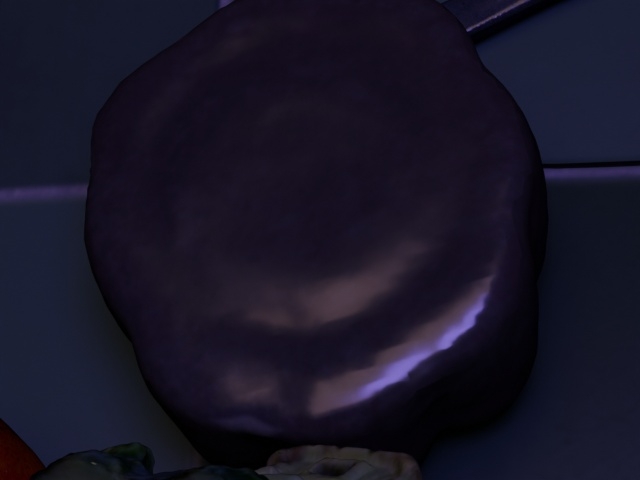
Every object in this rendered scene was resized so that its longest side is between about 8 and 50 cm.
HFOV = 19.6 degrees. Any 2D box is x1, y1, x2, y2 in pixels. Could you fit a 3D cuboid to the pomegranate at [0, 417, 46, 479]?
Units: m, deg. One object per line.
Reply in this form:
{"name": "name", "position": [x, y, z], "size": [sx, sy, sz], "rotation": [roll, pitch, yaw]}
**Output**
{"name": "pomegranate", "position": [-0.246, 0.196, 1.072], "size": [0.210, 0.210, 0.235], "rotation": [-14, 91, 4]}

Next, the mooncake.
{"name": "mooncake", "position": [0.000, 0.000, 1.144], "size": [0.306, 0.154, 0.306], "rotation": [-5, 62, 9]}

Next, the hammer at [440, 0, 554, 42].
{"name": "hammer", "position": [0.165, -0.177, 1.264], "size": [0.290, 0.037, 0.137], "rotation": [-24, 62, -1]}

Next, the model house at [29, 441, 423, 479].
{"name": "model house", "position": [-0.044, 0.180, 1.008], "size": [0.214, 0.189, 0.195], "rotation": [-5, 100, 35]}
